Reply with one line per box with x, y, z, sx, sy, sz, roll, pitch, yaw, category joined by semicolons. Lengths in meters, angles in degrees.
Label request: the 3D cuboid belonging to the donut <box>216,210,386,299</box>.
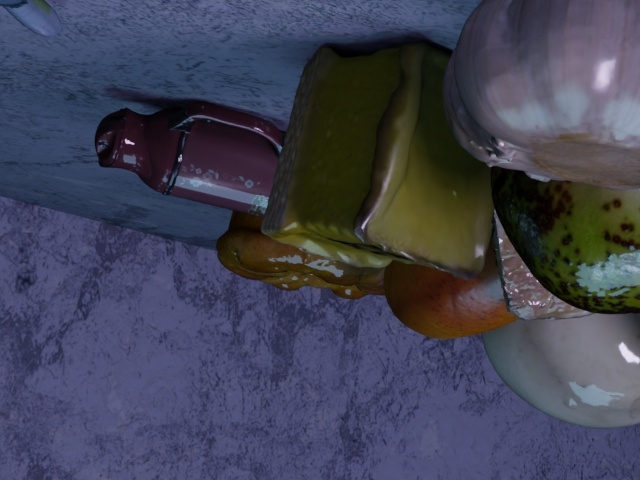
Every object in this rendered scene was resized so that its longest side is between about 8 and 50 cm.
0.000;0.000;2.288;0.299;0.150;0.317;12;172;-11;donut

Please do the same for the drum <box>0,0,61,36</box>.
-0.301;-0.227;1.346;0.130;0.049;0.253;11;173;-4;drum

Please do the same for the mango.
0.183;0.018;1.927;0.199;0.201;0.350;-19;172;-35;mango

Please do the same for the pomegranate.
0.247;-0.079;1.231;0.222;0.276;0.204;20;-146;37;pomegranate

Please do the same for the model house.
0.039;-0.079;1.444;0.234;0.193;0.175;8;173;46;model house

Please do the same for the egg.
0.356;0.108;2.063;0.283;0.283;0.345;14;175;-23;egg

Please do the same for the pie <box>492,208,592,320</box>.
0.277;-0.003;1.720;0.185;0.218;0.052;-9;-153;5;pie

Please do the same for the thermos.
-0.109;-0.094;1.868;0.330;0.109;0.136;13;173;-12;thermos

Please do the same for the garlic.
0.194;-0.116;1.026;0.228;0.152;0.228;7;172;1;garlic
